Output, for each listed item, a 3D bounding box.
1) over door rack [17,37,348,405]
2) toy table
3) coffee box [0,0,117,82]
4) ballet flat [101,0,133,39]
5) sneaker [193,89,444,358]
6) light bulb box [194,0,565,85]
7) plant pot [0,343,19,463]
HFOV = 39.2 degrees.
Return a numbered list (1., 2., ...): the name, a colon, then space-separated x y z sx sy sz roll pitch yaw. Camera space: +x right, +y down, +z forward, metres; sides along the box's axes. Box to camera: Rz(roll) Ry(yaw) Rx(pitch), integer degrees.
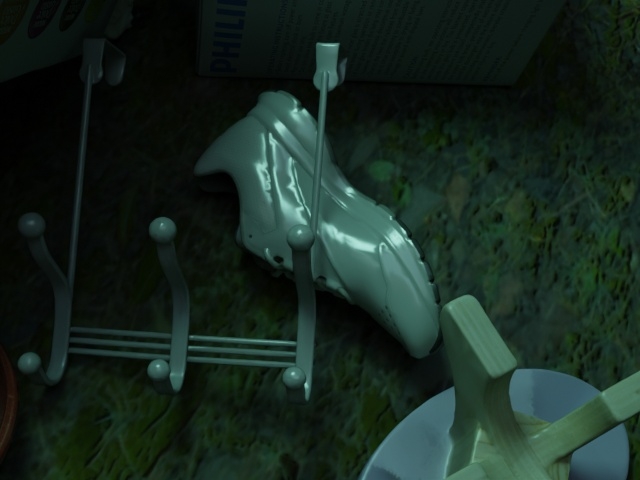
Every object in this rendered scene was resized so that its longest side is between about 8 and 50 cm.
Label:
1. over door rack: -0.113 -0.036 0.750 0.239 0.108 0.324 3 72 8
2. toy table: 0.158 0.178 0.723 0.274 0.161 0.252 -35 74 -24
3. coffee box: -0.303 -0.345 0.665 0.338 0.334 0.337 28 18 -4
4. ballet flat: -0.275 -0.406 0.896 0.147 0.147 0.409 -15 83 -19
5. sneaker: 0.000 0.000 0.832 0.129 0.111 0.297 -37 70 -10
6. light bulb box: 0.045 -0.371 0.952 0.361 0.225 0.358 1 63 -11
7. plant pot: -0.354 0.039 0.583 0.272 0.265 0.272 4 42 -4
